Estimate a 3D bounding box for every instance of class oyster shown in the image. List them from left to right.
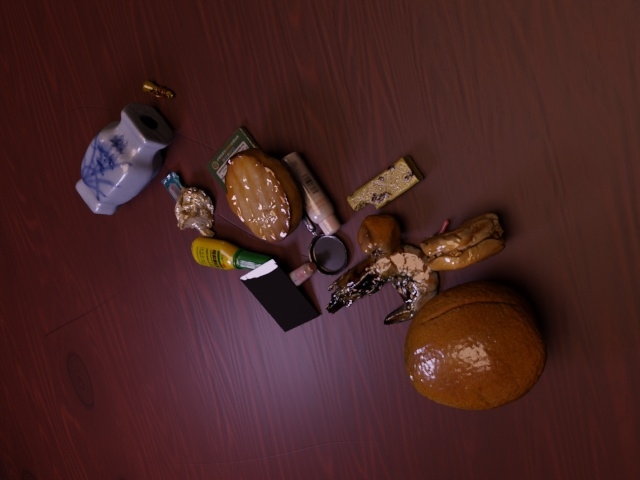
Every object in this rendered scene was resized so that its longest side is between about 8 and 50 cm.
[{"bbox_3d":[-0.421,-0.090,2.003,0.191,0.081,0.163,43,117,-12],"label":"oyster"}]

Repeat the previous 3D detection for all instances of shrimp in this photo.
[{"bbox_3d":[0.183,0.159,1.746,0.365,0.071,0.233,-35,89,23],"label":"shrimp"}]

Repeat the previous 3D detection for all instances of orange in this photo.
[{"bbox_3d":[0.388,0.275,1.522,0.357,0.322,0.322,-27,91,23],"label":"orange"}]

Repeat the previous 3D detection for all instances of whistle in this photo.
[{"bbox_3d":[-0.540,-0.498,1.961,0.109,0.057,0.046,25,95,21],"label":"whistle"}]

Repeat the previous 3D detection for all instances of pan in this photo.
[{"bbox_3d":[0.000,0.000,1.827,0.136,0.028,0.235,-28,93,32],"label":"pan"}]

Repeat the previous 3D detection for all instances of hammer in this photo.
[{"bbox_3d":[0.335,-0.019,1.638,0.052,0.031,0.083,25,109,17],"label":"hammer"}]

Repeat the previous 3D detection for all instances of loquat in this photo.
[{"bbox_3d":[0.166,-0.012,1.672,0.137,0.137,0.113,23,143,22],"label":"loquat"}]

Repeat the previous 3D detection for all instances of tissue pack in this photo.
[{"bbox_3d":[-0.489,-0.168,2.051,0.085,0.028,0.138,-30,94,35],"label":"tissue pack"}]

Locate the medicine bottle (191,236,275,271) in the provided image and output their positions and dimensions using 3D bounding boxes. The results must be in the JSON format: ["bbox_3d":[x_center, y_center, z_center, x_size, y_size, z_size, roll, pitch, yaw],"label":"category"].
[{"bbox_3d":[-0.291,0.055,1.977,0.309,0.076,0.111,9,130,25],"label":"medicine bottle"}]

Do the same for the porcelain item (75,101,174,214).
[{"bbox_3d":[-0.684,-0.272,2.037,0.405,0.178,0.242,-42,82,31],"label":"porcelain item"}]

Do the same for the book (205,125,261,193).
[{"bbox_3d":[-0.232,-0.200,1.897,0.202,0.027,0.264,-42,84,32],"label":"book"}]

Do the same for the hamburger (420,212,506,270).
[{"bbox_3d":[0.371,0.006,1.523,0.213,0.213,0.108,-18,91,32],"label":"hamburger"}]

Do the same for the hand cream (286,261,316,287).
[{"bbox_3d":[-0.084,0.122,1.896,0.067,0.043,0.209,55,135,3],"label":"hand cream"}]

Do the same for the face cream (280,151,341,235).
[{"bbox_3d":[-0.028,-0.136,1.773,0.082,0.082,0.269,-36,86,32],"label":"face cream"}]

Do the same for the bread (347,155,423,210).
[{"bbox_3d":[0.178,-0.145,1.674,0.226,0.049,0.088,-36,86,33],"label":"bread"}]

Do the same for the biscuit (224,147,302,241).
[{"bbox_3d":[-0.169,-0.138,1.783,0.296,0.102,0.296,27,133,33],"label":"biscuit"}]

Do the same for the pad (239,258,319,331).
[{"bbox_3d":[-0.133,0.183,1.928,0.170,0.006,0.245,-30,105,35],"label":"pad"}]

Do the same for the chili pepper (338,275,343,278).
[{"bbox_3d":[0.077,0.150,1.833,0.030,0.034,0.091,-21,94,-1],"label":"chili pepper"}]
